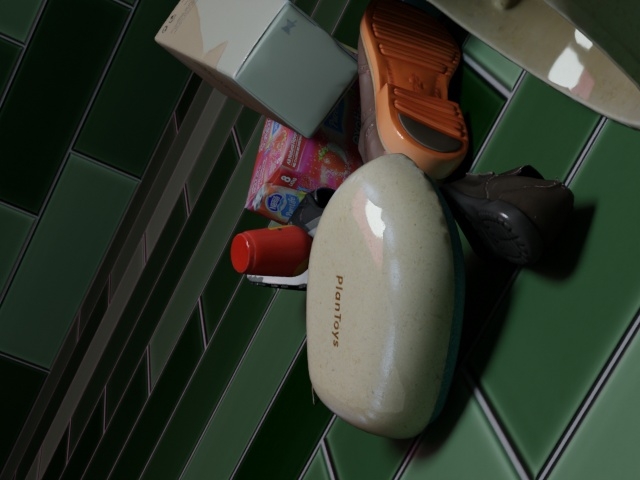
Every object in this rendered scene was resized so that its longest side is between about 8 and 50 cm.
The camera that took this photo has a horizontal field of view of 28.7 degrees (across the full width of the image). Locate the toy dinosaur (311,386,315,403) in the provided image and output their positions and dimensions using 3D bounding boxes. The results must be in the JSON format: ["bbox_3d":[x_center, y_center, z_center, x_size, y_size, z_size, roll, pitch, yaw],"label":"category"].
[{"bbox_3d":[0.014,0.140,1.421,0.183,0.053,0.092,-24,47,67],"label":"toy dinosaur"}]

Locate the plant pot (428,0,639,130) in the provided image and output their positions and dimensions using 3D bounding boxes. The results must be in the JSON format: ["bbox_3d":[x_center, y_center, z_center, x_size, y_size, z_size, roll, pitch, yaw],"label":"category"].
[{"bbox_3d":[0.223,-0.304,0.981,0.305,0.334,0.334,-53,17,4],"label":"plant pot"}]

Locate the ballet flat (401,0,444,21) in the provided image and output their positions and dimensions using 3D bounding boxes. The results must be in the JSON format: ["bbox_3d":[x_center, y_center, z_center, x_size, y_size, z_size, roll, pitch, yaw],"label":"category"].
[{"bbox_3d":[0.113,-0.284,1.676,0.188,0.070,0.070,-52,22,33],"label":"ballet flat"}]

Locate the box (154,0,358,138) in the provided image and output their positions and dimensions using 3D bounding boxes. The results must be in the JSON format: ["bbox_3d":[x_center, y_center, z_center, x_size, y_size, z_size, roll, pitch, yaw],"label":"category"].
[{"bbox_3d":[-0.089,-0.251,1.663,0.121,0.148,0.311,-54,29,-1],"label":"box"}]

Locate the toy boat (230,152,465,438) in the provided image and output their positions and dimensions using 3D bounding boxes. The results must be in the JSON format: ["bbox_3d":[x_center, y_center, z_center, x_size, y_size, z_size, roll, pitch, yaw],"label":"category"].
[{"bbox_3d":[0.043,0.037,1.239,0.318,0.148,0.267,24,111,56],"label":"toy boat"}]

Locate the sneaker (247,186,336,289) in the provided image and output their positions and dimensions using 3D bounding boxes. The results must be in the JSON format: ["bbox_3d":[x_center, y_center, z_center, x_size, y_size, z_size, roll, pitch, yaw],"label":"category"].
[{"bbox_3d":[0.000,0.000,1.533,0.283,0.107,0.124,-4,81,62],"label":"sneaker"}]

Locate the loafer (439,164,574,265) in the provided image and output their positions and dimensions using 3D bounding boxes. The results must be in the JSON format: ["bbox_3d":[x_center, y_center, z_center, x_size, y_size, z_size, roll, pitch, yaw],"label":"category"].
[{"bbox_3d":[0.174,-0.027,1.136,0.078,0.080,0.220,-34,15,-5],"label":"loafer"}]

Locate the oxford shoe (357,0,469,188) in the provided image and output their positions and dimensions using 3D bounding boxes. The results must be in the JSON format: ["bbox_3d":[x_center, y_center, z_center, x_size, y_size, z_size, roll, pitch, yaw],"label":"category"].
[{"bbox_3d":[0.087,-0.168,1.490,0.363,0.130,0.133,-87,20,-50],"label":"oxford shoe"}]

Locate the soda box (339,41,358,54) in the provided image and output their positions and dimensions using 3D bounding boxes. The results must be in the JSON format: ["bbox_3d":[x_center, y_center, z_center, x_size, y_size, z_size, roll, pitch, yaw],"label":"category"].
[{"bbox_3d":[-0.003,-0.222,1.947,0.181,0.061,0.058,-68,16,-5],"label":"soda box"}]

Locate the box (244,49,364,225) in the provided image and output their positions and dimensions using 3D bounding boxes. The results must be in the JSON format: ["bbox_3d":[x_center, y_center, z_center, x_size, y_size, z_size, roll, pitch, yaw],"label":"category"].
[{"bbox_3d":[-0.004,-0.144,1.731,0.122,0.128,0.257,-48,24,49],"label":"box"}]
